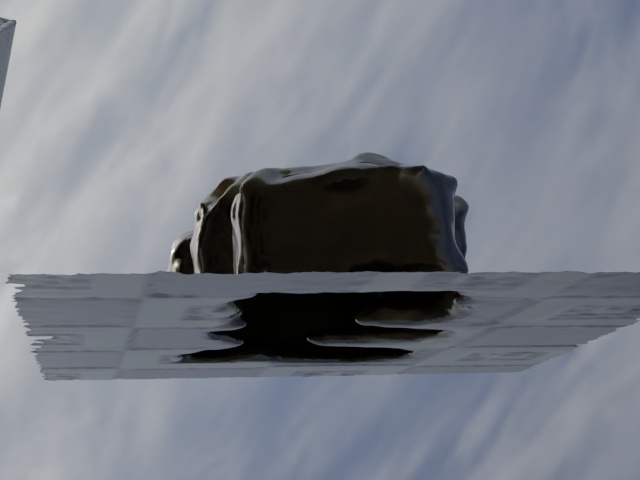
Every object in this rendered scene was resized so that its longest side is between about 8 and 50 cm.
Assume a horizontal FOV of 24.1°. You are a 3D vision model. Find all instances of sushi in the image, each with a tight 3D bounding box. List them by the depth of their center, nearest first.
[{"bbox_3d":[0.000,0.000,0.751,0.296,0.373,0.100,0,-101,-7],"label":"sushi"}]

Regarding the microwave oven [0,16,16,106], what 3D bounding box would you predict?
[{"bbox_3d":[-0.309,-0.085,0.924,0.129,0.205,0.163,-92,-166,-74],"label":"microwave oven"}]
